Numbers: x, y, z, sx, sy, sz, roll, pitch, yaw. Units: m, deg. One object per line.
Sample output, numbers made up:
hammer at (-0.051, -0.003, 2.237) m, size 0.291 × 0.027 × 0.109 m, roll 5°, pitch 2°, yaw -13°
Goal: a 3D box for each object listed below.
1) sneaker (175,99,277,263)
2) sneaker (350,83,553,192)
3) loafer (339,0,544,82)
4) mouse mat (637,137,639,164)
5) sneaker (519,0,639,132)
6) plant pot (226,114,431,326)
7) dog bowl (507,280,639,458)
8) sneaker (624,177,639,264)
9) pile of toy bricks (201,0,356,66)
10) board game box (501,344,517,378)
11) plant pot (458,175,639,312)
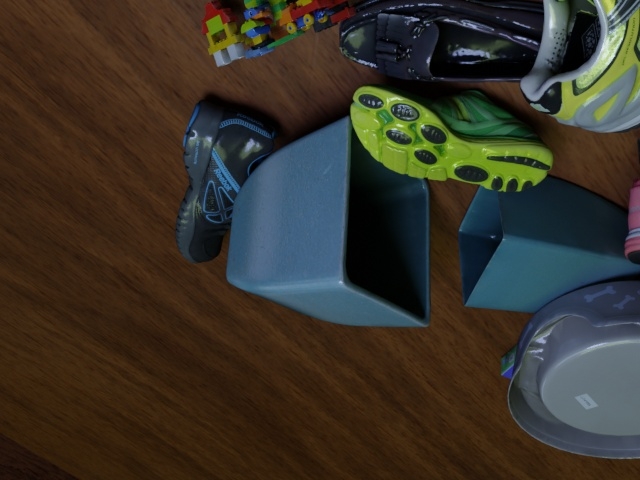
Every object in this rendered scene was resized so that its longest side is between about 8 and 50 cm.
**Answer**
sneaker at (-0.160, -0.070, 1.151) m, size 0.140 × 0.125 × 0.340 m, roll 13°, pitch 140°, yaw -4°
sneaker at (0.176, -0.149, 0.958) m, size 0.296 × 0.123 × 0.109 m, roll 15°, pitch 130°, yaw -15°
loafer at (0.165, -0.252, 0.882) m, size 0.303 × 0.095 × 0.109 m, roll 5°, pitch 136°, yaw 12°
mouse mat at (0.520, -0.129, 0.903) m, size 0.190 × 0.007 × 0.153 m, roll -8°, pitch 168°, yaw 25°
sneaker at (0.307, -0.292, 0.671) m, size 0.147 × 0.145 × 0.384 m, roll -4°, pitch 112°, yaw -29°
plant pot at (0.000, 0.000, 1.047) m, size 0.252 × 0.247 × 0.248 m, roll -12°, pitch 155°, yaw 33°
dog bowl at (0.459, 0.198, 1.046) m, size 0.349 × 0.102 × 0.348 m, roll 6°, pitch 134°, yaw 6°
sneaker at (0.575, -0.038, 0.971) m, size 0.314 × 0.136 × 0.116 m, roll 1°, pitch 169°, yaw -14°
pile of toy bricks at (-0.061, -0.312, 0.902) m, size 0.212 × 0.118 × 0.105 m, roll -7°, pitch 106°, yaw 45°
board game box at (0.511, 0.197, 1.281) m, size 0.214 × 0.046 × 0.317 m, roll 21°, pitch 137°, yaw -7°
plant pot at (0.353, 0.010, 1.059) m, size 0.234 × 0.165 × 0.165 m, roll 10°, pitch 137°, yaw -5°
